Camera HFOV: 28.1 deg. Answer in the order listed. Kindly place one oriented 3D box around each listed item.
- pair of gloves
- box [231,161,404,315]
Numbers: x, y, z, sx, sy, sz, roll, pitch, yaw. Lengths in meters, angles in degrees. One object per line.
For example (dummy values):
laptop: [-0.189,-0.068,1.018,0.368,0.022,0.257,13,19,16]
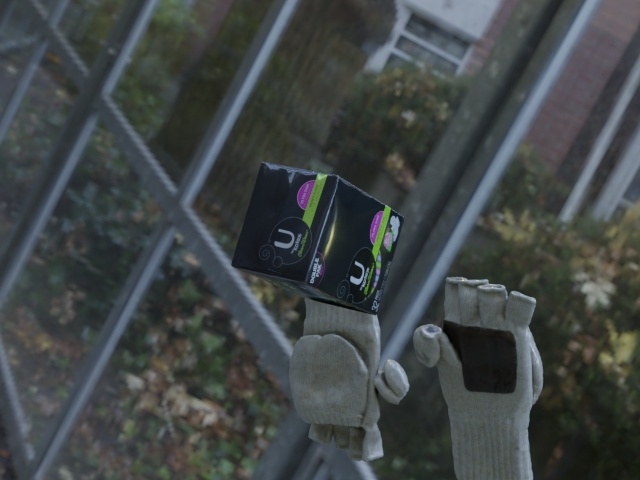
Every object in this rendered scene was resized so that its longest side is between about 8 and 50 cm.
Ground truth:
pair of gloves: [0.079,0.118,1.149,0.240,0.204,0.042,10,19,24]
box: [0.000,0.000,0.705,0.052,0.062,0.083,12,-9,33]
